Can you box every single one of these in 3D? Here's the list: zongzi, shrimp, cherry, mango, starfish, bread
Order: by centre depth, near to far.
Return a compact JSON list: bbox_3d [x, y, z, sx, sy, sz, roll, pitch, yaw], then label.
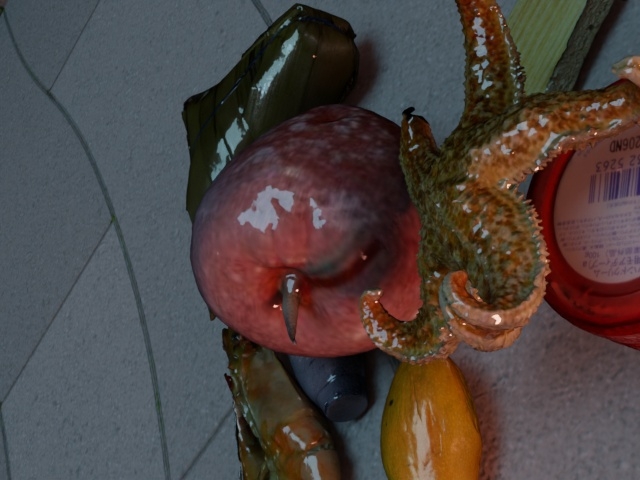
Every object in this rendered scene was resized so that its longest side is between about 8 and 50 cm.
[{"bbox_3d":[0.110,-0.055,0.755,0.312,0.113,0.303,147,134,-62],"label":"starfish"},{"bbox_3d":[0.095,0.180,0.903,0.098,0.075,0.190,-37,52,46],"label":"mango"},{"bbox_3d":[0.198,-0.170,0.970,0.193,0.036,0.112,-66,30,11],"label":"bread"},{"bbox_3d":[0.000,0.000,0.991,0.285,0.236,0.213,-77,-3,-47],"label":"cherry"},{"bbox_3d":[-0.055,0.195,1.114,0.154,0.062,0.294,-58,36,30],"label":"shrimp"},{"bbox_3d":[-0.054,-0.087,1.192,0.260,0.123,0.289,-36,46,42],"label":"zongzi"}]

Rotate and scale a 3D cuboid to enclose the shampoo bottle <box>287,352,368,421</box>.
[{"bbox_3d":[-0.006,0.083,1.108,0.087,0.049,0.234,-51,39,25],"label":"shampoo bottle"}]

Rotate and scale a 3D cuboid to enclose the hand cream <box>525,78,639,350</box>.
[{"bbox_3d":[0.246,-0.013,0.746,0.193,0.125,0.193,-26,56,45],"label":"hand cream"}]
